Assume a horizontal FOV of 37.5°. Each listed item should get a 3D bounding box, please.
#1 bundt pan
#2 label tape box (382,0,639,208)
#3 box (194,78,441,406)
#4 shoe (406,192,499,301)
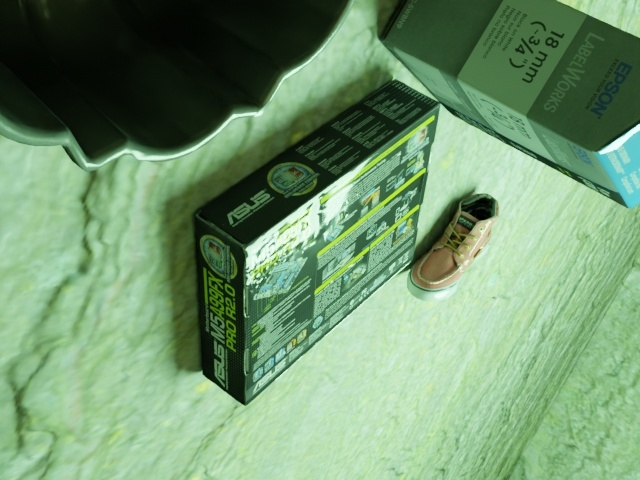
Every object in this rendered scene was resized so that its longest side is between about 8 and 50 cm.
[{"bbox_3d":[-0.083,-0.205,0.438,0.331,0.124,0.331,-40,149,-30],"label":"bundt pan"},{"bbox_3d":[0.248,-0.120,0.869,0.106,0.334,0.240,-59,154,4],"label":"label tape box"},{"bbox_3d":[0.000,0.000,0.889,0.270,0.060,0.216,-39,148,-34],"label":"box"},{"bbox_3d":[0.169,0.004,1.191,0.178,0.063,0.081,-37,147,-45],"label":"shoe"}]
